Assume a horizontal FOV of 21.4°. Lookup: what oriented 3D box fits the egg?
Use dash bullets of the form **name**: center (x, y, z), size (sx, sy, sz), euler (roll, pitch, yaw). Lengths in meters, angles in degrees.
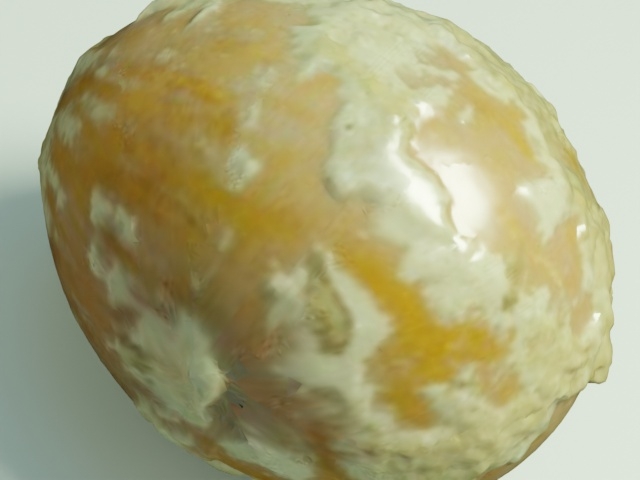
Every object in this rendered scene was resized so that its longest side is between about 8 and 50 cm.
- **egg**: center (0.000, 0.000, 0.644), size (0.233, 0.195, 0.195), euler (24, 48, 4)
